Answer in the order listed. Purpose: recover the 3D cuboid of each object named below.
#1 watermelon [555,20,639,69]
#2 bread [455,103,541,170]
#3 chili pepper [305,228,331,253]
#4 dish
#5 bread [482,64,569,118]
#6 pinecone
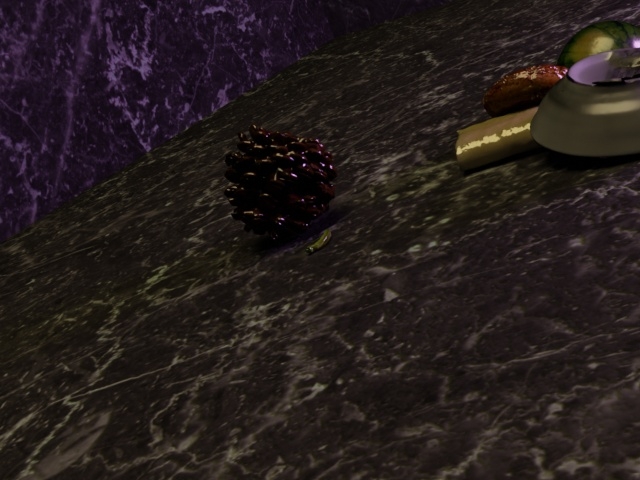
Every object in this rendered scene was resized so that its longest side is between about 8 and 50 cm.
[{"bbox_3d":[0.545,-0.358,2.014,0.204,0.127,0.232,-24,11,5],"label":"watermelon"},{"bbox_3d":[0.332,-0.187,1.858,0.178,0.060,0.139,-17,17,16],"label":"bread"},{"bbox_3d":[0.000,-0.001,1.775,0.030,0.017,0.083,-11,21,38],"label":"chili pepper"},{"bbox_3d":[0.491,-0.244,1.683,0.316,0.106,0.316,-13,24,6],"label":"dish"},{"bbox_3d":[0.396,-0.271,1.921,0.193,0.064,0.193,-7,-15,-2],"label":"bread"},{"bbox_3d":[-0.081,-0.100,1.877,0.221,0.221,0.221,-20,17,6],"label":"pinecone"}]
